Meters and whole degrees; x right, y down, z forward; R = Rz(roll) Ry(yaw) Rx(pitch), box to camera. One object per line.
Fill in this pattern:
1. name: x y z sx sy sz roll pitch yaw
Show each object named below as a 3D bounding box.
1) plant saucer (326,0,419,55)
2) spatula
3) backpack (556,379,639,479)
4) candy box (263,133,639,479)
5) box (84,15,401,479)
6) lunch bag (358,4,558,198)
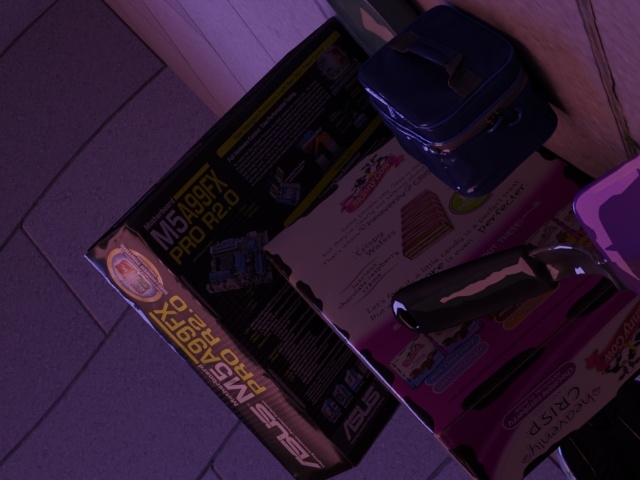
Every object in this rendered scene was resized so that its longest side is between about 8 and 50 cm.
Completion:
1. plant saucer: 0.035 -0.133 0.876 0.119 0.021 0.119 48 178 2
2. spatula: 0.107 0.014 0.652 0.084 0.030 0.296 48 156 -9
3. backpack: 0.243 0.173 1.157 0.114 0.105 0.084 52 178 15
4. candy box: 0.085 0.021 0.844 0.071 0.159 0.233 51 177 -36
5. box: 0.000 0.000 1.018 0.216 0.270 0.060 47 138 -9
6. lunch bag: 0.068 -0.073 0.743 0.065 0.067 0.098 49 176 -35
